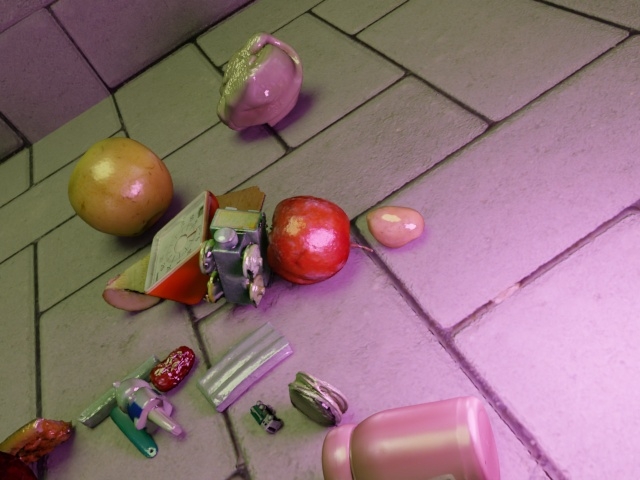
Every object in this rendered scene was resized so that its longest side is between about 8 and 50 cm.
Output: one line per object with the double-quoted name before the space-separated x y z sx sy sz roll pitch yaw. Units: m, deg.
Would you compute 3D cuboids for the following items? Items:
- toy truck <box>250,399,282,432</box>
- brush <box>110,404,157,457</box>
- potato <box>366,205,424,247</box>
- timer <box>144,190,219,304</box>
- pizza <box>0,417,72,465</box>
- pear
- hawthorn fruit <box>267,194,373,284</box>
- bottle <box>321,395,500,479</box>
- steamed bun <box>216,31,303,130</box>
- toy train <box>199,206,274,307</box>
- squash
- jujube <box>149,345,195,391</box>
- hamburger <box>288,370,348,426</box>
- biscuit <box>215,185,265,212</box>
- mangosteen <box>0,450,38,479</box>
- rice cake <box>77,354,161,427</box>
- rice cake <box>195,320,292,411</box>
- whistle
"toy truck" -0.121 0.389 1.364 0.044 0.039 0.083 -53 40 -1
"brush" -0.449 0.466 1.505 0.193 0.032 0.043 31 63 35
"potato" 0.189 -0.037 1.566 0.147 0.112 0.112 -1 48 23
"timer" -0.363 0.017 1.748 0.250 0.161 0.257 -52 28 31
"pizza" -0.708 0.506 1.544 0.292 0.197 0.058 -45 68 35
"pear" -0.671 -0.176 2.092 0.349 0.348 0.348 -18 41 16
"hawthorn fruit" 0.000 0.000 1.581 0.272 0.241 0.241 8 47 3
"bottle" 0.152 0.396 1.084 0.297 0.173 0.206 -15 75 19
"steamed bun" -0.205 -0.560 2.261 0.368 0.255 0.342 -25 49 56
"toy train" -0.211 0.051 1.599 0.159 0.271 0.188 5 48 10
"squash" -0.574 0.102 1.906 0.170 0.093 0.252 10 35 -21
"jujube" -0.371 0.322 1.566 0.077 0.077 0.129 15 53 42
"hamburger" -0.007 0.328 1.276 0.133 0.140 0.062 31 64 11
"biscuit" -0.289 -0.082 1.993 0.232 0.013 0.236 -12 43 23
"mangosteen" -0.759 0.617 1.348 0.330 0.330 0.330 -18 41 16
"rice cake" -0.516 0.392 1.608 0.245 0.045 0.042 -40 42 -11
"rice cake" -0.186 0.301 1.494 0.237 0.043 0.127 -40 38 -12
"whistle" -0.419 0.401 1.490 0.245 0.110 0.092 25 74 37
